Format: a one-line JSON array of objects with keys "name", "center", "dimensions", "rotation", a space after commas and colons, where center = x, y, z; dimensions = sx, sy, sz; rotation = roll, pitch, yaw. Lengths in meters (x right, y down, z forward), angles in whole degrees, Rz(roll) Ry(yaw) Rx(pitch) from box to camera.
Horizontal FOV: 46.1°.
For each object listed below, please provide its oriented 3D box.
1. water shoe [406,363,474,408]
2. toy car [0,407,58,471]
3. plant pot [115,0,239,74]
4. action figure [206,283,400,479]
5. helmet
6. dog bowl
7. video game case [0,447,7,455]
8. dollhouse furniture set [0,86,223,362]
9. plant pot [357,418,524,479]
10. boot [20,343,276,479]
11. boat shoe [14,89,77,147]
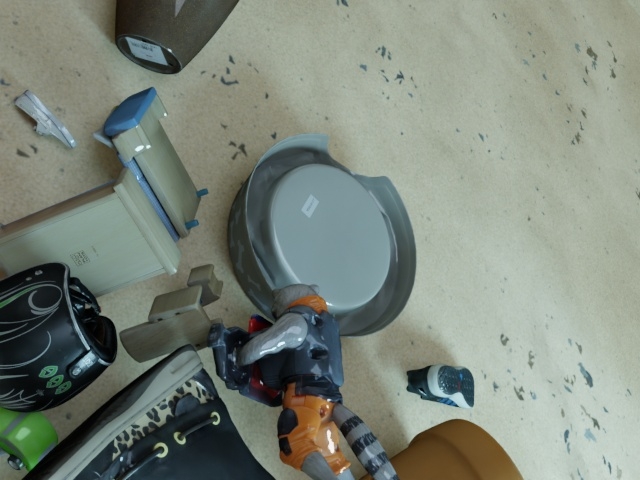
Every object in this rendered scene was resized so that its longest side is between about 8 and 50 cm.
[{"name": "water shoe", "center": [0.217, 0.257, 1.353], "dimensions": [0.203, 0.080, 0.073], "rotation": [36, 54, -54]}, {"name": "toy car", "center": [-0.315, 0.272, 0.906], "dimensions": [0.225, 0.053, 0.239], "rotation": [45, 46, -8]}, {"name": "plant pot", "center": [-0.229, -0.387, 1.175], "dimensions": [0.215, 0.215, 0.231], "rotation": [27, 72, -28]}, {"name": "action figure", "center": [0.006, 0.213, 1.044], "dimensions": [0.341, 0.178, 0.330], "rotation": [32, 38, -60]}, {"name": "helmet", "center": [-0.340, 0.119, 0.887], "dimensions": [0.161, 0.169, 0.170], "rotation": [-24, 88, 0]}, {"name": "dog bowl", "center": [0.000, 0.000, 1.256], "dimensions": [0.348, 0.102, 0.349], "rotation": [15, 64, -34]}, {"name": "video game case", "center": [-0.424, 0.224, 0.897], "dimensions": [0.122, 0.011, 0.087], "rotation": [-8, 79, -40]}, {"name": "dollhouse furniture set", "center": [-0.277, -0.019, 1.072], "dimensions": [0.303, 0.198, 0.286], "rotation": [-90, 157, -59]}, {"name": "plant pot", "center": [0.163, 0.435, 1.121], "dimensions": [0.203, 0.291, 0.291], "rotation": [-11, 80, -24]}, {"name": "boot", "center": [-0.187, 0.325, 0.849], "dimensions": [0.284, 0.138, 0.377], "rotation": [52, 37, -6]}, {"name": "boat shoe", "center": [-0.389, -0.164, 1.062], "dimensions": [0.035, 0.035, 0.100], "rotation": [-45, 108, -12]}]
